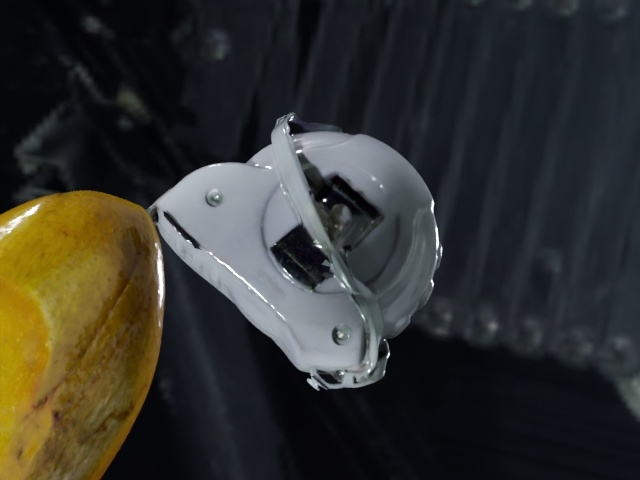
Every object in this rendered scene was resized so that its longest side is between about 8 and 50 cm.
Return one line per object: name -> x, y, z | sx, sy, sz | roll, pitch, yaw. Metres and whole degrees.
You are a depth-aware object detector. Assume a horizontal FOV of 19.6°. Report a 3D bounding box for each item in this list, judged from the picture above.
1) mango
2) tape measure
mango -> -0.190, 0.081, 1.116 | 0.257, 0.138, 0.187 | -38, -76, -22
tape measure -> 0.000, 0.000, 1.566 | 0.197, 0.236, 0.120 | -45, -9, -16
